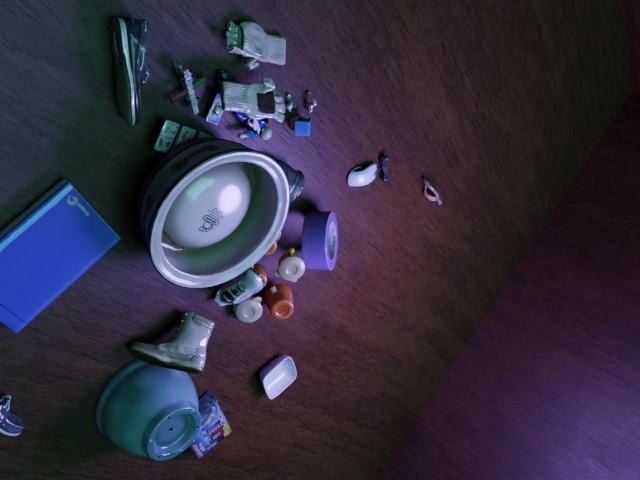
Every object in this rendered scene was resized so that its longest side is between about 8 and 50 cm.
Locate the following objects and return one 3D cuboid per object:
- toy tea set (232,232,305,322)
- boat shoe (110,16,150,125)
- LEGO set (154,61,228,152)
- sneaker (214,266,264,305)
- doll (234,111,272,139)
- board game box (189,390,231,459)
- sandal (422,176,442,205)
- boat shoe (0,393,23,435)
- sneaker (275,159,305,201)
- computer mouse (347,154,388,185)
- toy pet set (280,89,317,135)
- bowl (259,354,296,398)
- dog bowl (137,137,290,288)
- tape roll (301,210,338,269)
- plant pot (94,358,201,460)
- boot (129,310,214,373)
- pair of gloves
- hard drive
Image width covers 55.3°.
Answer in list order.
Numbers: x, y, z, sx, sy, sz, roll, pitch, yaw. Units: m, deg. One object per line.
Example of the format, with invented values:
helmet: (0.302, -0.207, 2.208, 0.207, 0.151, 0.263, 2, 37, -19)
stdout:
toy tea set: (-0.160, 0.104, 1.936, 0.199, 0.124, 0.336, 8, 114, -18)
boat shoe: (-0.409, -0.368, 1.347, 0.079, 0.084, 0.233, -17, 123, -40)
LEGO set: (-0.320, -0.328, 1.521, 0.182, 0.060, 0.244, 9, 109, -62)
sneaker: (-0.237, 0.142, 1.776, 0.085, 0.237, 0.086, 46, 54, -8)
doll: (-0.186, -0.330, 1.645, 0.129, 0.046, 0.189, -63, 150, -12)
board game box: (-0.407, 0.627, 2.015, 0.194, 0.060, 0.194, -36, 136, -26)
sandal: (0.435, -0.184, 2.417, 0.049, 0.072, 0.180, -35, 145, 4)
boat shoe: (-0.770, 0.398, 1.457, 0.065, 0.075, 0.206, -43, 134, -15)
sneaker: (-0.167, -0.108, 1.785, 0.130, 0.109, 0.286, 37, 78, -42)
computer mouse: (0.172, -0.227, 2.109, 0.192, 0.042, 0.106, -24, 131, -36)
toy pet set: (-0.058, -0.361, 1.750, 0.122, 0.065, 0.114, -21, 128, -38)
bowl: (-0.159, 0.484, 2.200, 0.142, 0.053, 0.142, -37, 136, -25)
dog bowl: (-0.284, -0.083, 1.579, 0.407, 0.150, 0.408, -28, 140, -26)
tape roll: (0.000, 0.000, 1.962, 0.189, 0.080, 0.189, 1, 90, -77)
plant pot: (-0.468, 0.502, 1.758, 0.293, 0.196, 0.293, -26, 131, -34)
boot: (-0.421, 0.278, 1.746, 0.077, 0.213, 0.165, 123, -19, -59)
pair of gloves: (-0.162, -0.431, 1.557, 0.204, 0.042, 0.240, 6, 88, -48)
hard drive: (-0.639, 0.038, 1.392, 0.319, 0.040, 0.210, -46, 140, -16)
